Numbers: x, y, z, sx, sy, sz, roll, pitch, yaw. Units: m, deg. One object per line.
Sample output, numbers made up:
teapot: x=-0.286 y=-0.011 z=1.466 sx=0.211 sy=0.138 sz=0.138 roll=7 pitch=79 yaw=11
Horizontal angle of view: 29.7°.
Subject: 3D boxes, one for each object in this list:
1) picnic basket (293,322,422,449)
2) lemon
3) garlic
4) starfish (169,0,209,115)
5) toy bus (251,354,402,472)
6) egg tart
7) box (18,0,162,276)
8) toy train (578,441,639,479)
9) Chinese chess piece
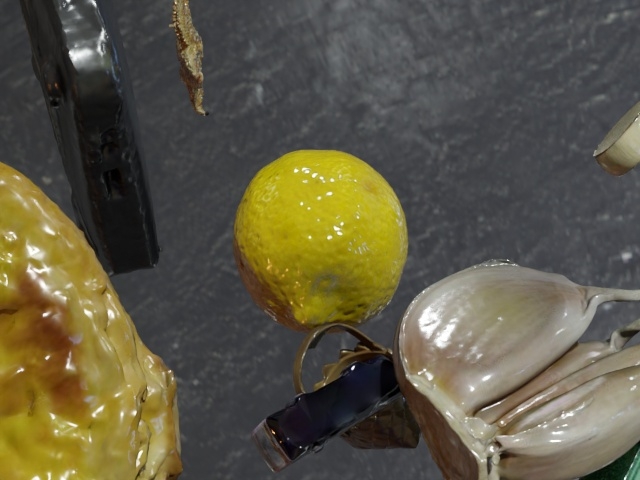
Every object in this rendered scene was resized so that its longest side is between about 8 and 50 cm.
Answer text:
picnic basket: x=0.041 y=0.177 z=1.475 sx=0.138 sy=0.178 sz=0.128 roll=-12 pitch=43 yaw=47
lemon: x=0.002 y=0.007 z=1.563 sx=0.228 sy=0.228 sz=0.253 roll=-21 pitch=51 yaw=5
garlic: x=0.194 y=0.127 z=1.143 sx=0.292 sy=0.210 sz=0.237 roll=-31 pitch=9 yaw=-30
starfish: x=-0.194 y=-0.292 z=1.747 sx=0.048 sy=0.231 sz=0.295 roll=-6 pitch=12 yaw=-6
toy bus: x=0.009 y=0.170 z=1.195 sx=0.172 sy=0.072 sz=0.057 roll=-24 pitch=75 yaw=-40
egg tart: x=-0.249 y=0.111 z=0.635 sx=0.341 sy=0.341 sz=0.129 roll=-55 pitch=10 yaw=-23
box: x=-0.240 y=-0.180 z=1.195 sx=0.091 sy=0.350 sz=0.359 roll=-15 pitch=57 yaw=-11
toy train: x=0.429 y=0.309 z=1.390 sx=0.178 sy=0.330 sz=0.138 roll=-56 pitch=11 yaw=-23
Chinese chess piece: x=0.447 y=-0.147 z=1.728 sx=0.051 sy=0.122 sz=0.122 roll=40 pitch=71 yaw=-1
